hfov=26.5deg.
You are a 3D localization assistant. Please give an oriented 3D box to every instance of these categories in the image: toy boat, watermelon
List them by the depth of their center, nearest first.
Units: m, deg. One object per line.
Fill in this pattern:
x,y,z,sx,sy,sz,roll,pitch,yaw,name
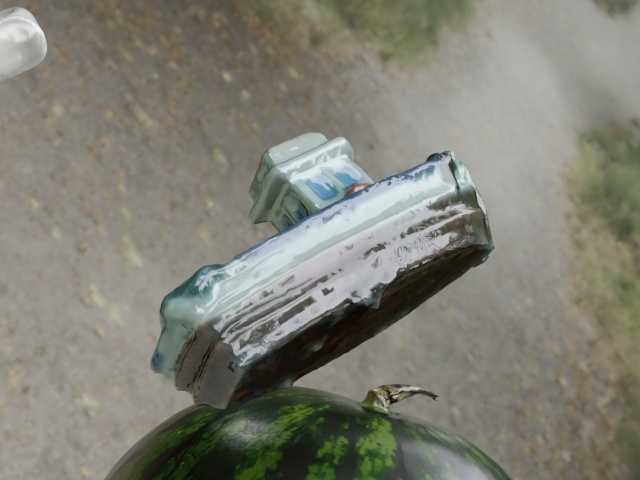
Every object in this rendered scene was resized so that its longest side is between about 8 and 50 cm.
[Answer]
0.000,0.000,0.426,0.140,0.059,0.066,-26,67,-37,toy boat
-0.008,0.200,0.703,0.269,0.269,0.269,46,20,-22,watermelon

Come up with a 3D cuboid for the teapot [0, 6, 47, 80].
-0.280,-0.051,0.678,0.208,0.299,0.166,62,-15,-9,teapot
